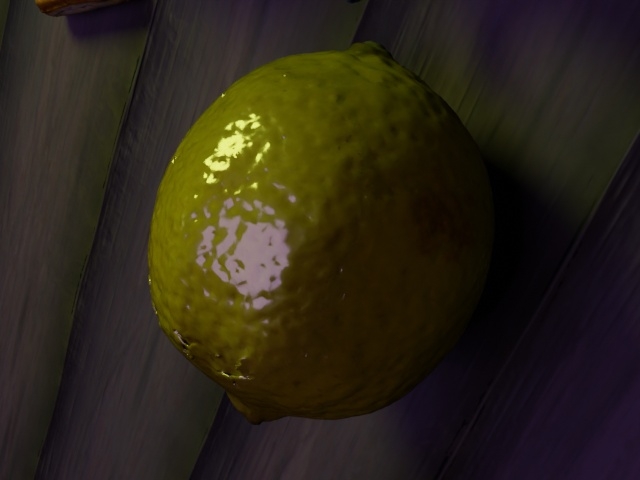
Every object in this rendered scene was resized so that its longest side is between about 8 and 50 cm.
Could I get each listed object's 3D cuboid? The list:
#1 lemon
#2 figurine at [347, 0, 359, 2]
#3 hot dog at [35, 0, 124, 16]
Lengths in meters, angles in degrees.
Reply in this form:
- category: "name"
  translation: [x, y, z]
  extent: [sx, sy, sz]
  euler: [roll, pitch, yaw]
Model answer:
- category: "lemon"
  translation: [0.000, -0.001, 0.741]
  extent: [0.267, 0.267, 0.267]
  euler: [15, 112, 42]
- category: "figurine"
  translation: [0.070, -0.280, 0.658]
  extent: [0.265, 0.197, 0.175]
  euler: [-24, 120, 43]
- category: "hot dog"
  translation: [-0.243, -0.271, 1.050]
  extent: [0.165, 0.045, 0.071]
  euler: [3, 102, 44]
